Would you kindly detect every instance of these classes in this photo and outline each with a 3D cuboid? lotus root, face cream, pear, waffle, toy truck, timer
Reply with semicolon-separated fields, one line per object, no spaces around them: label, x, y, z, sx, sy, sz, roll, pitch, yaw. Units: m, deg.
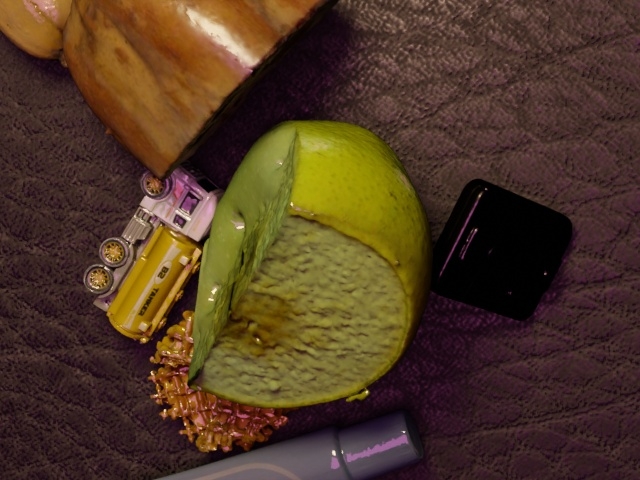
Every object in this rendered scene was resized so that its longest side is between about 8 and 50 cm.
lotus root;-0.149;-0.248;1.529;0.250;0.316;0.316;41;99;5
face cream;-0.059;0.307;1.643;0.385;0.086;0.135;-21;117;11
pear;0.000;0.000;1.517;0.238;0.318;0.342;19;133;-14
waffle;-0.119;0.174;1.646;0.193;0.070;0.197;40;99;2
toy truck;-0.204;0.011;1.632;0.114;0.098;0.227;33;100;4
timer;0.218;0.016;1.537;0.055;0.187;0.144;34;102;48
lotus root;-0.369;-0.344;1.600;0.131;0.146;0.303;-23;100;48
